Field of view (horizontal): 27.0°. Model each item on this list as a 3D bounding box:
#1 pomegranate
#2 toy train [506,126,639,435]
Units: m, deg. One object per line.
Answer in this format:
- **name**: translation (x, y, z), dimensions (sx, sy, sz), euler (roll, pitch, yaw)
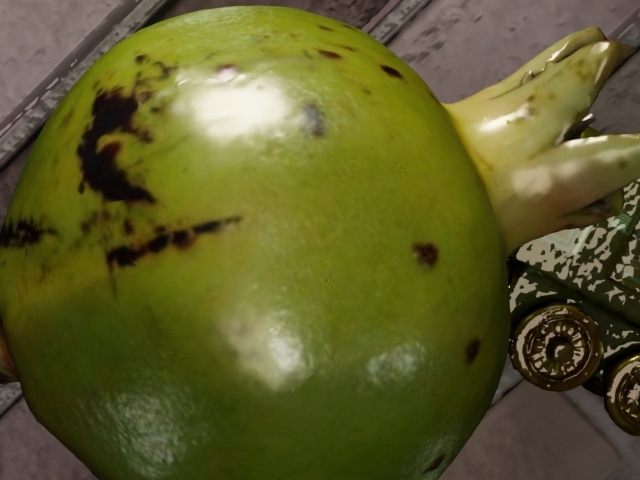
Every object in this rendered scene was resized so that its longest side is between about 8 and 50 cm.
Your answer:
- **pomegranate**: translation (0.000, 0.000, 0.641), dimensions (0.341, 0.260, 0.260), euler (-29, 103, 3)
- **toy train**: translation (0.193, 0.038, 0.740), dimensions (0.225, 0.090, 0.137), euler (26, 98, -9)
